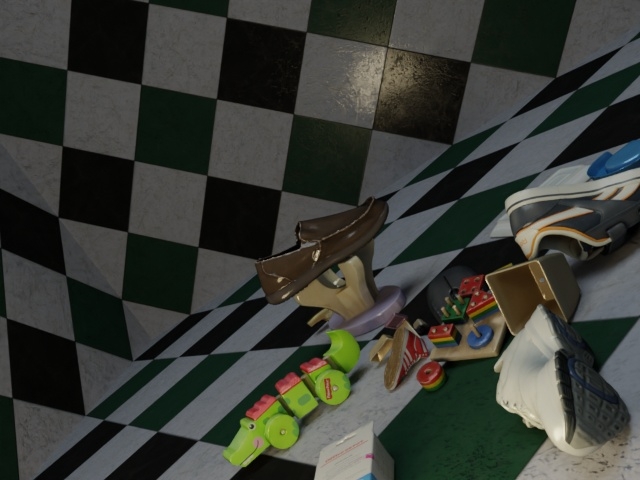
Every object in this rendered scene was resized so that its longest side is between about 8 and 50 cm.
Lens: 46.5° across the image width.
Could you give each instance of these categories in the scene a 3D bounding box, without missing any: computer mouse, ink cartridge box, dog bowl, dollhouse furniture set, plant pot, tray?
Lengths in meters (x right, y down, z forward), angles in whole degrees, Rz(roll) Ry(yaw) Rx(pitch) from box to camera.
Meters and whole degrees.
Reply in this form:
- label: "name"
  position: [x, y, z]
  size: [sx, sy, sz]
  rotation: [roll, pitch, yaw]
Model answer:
- label: "computer mouse"
  position: [0.271, 0.101, 1.440]
  size: [0.188, 0.072, 0.272]
  rotation: [-36, 9, 2]
- label: "ink cartridge box"
  position: [0.047, 0.341, 1.050]
  size: [0.104, 0.062, 0.181]
  rotation: [-33, 10, 14]
- label: "dog bowl"
  position: [0.664, -0.182, 1.454]
  size: [0.297, 0.074, 0.166]
  rotation: [-36, 9, -7]
- label: "dollhouse furniture set"
  position: [0.162, 0.215, 1.456]
  size: [0.114, 0.091, 0.081]
  rotation: [-55, 45, 20]
- label: "plant pot"
  position: [0.352, 0.075, 1.197]
  size: [0.096, 0.109, 0.109]
  rotation: [-27, 2, -40]
- label: "tray"
  position: [0.512, -0.098, 1.715]
  size: [0.270, 0.030, 0.145]
  rotation: [-38, 10, -15]

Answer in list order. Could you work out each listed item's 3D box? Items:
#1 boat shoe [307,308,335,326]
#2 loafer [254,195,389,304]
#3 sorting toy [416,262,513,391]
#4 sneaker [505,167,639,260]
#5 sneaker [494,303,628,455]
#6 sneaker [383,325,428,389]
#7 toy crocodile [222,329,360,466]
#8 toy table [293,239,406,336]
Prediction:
- label: "boat shoe"
  position: [0.028, 0.190, 1.951]
  size: [0.135, 0.045, 0.050]
  rotation: [-34, -1, -7]
- label: "loafer"
  position: [0.000, 0.000, 1.738]
  size: [0.366, 0.130, 0.134]
  rotation: [-37, 7, -9]
- label: "sorting toy"
  position: [0.255, 0.131, 1.270]
  size: [0.132, 0.046, 0.275]
  rotation: [-15, 34, 43]
- label: "sneaker"
  position: [0.485, -0.038, 1.260]
  size: [0.321, 0.128, 0.126]
  rotation: [-11, -22, 9]
- label: "sneaker"
  position: [0.285, 0.189, 0.923]
  size: [0.129, 0.111, 0.297]
  rotation: [-49, 1, 16]
- label: "sneaker"
  position: [0.158, 0.223, 1.357]
  size: [0.042, 0.067, 0.119]
  rotation: [-18, 50, 56]
- label: "toy crocodile"
  position: [-0.054, 0.309, 1.452]
  size: [0.340, 0.105, 0.115]
  rotation: [-38, 9, -15]
- label: "toy table"
  position: [0.074, 0.118, 1.799]
  size: [0.252, 0.161, 0.274]
  rotation: [-41, 10, -34]
